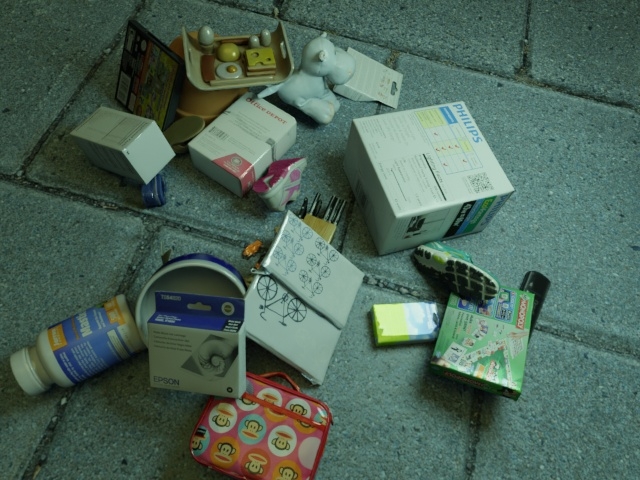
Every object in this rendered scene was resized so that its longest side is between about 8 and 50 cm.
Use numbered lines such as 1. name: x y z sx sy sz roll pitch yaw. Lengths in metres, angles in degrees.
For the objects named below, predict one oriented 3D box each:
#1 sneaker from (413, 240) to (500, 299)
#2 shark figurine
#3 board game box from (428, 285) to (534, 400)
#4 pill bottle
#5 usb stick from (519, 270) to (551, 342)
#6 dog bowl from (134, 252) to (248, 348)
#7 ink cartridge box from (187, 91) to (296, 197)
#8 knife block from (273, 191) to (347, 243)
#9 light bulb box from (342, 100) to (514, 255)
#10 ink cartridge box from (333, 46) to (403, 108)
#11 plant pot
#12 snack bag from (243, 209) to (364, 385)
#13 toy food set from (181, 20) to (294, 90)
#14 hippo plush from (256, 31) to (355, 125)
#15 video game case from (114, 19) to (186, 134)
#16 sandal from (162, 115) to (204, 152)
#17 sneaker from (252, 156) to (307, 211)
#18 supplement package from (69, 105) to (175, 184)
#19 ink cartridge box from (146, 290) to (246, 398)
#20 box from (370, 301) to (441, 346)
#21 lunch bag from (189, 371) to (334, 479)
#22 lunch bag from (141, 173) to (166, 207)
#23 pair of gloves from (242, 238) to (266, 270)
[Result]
1. sneaker: 0.384 0.066 1.314 0.110 0.106 0.275 -24 37 -27
2. shark figurine: -0.308 0.112 1.258 0.279 0.116 0.166 19 104 -10
3. board game box: 0.425 0.236 1.235 0.214 0.046 0.317 16 46 17
4. pill bottle: -0.571 0.253 1.135 0.272 0.152 0.152 -26 68 -19
5. usb stick: 0.576 0.204 1.336 0.077 0.045 0.278 32 63 4
6. dog bowl: -0.303 0.167 1.155 0.265 0.104 0.264 -2 102 -8
7. ink cartridge box: -0.236 -0.302 1.484 0.207 0.117 0.283 34 64 12
8. knife block: 0.000 0.000 1.362 0.242 0.088 0.275 -19 65 -14
9. light bulb box: 0.301 -0.190 1.417 0.362 0.225 0.357 -12 63 -13
10. ink cartridge box: 0.174 -0.574 1.721 0.233 0.066 0.188 24 60 -17
11. plant pot: -0.379 -0.531 1.545 0.291 0.203 0.290 2 63 -4
12. snack bag: -0.042 0.147 1.201 0.323 0.037 0.342 42 58 -29
13. toy food set: -0.245 -0.564 1.404 0.307 0.092 0.219 -9 62 -10
14. hippo plush: -0.022 -0.549 1.528 0.295 0.236 0.234 19 40 -24
15. video game case: -0.534 -0.492 1.480 0.248 0.274 0.035 42 37 16
16. sandal: -0.451 -0.309 1.493 0.240 0.079 0.088 -23 62 10
17. sneaker: -0.111 -0.171 1.444 0.103 0.111 0.252 1 36 31
18. supplement package: -0.576 -0.280 1.388 0.244 0.133 0.139 21 61 28
19. ink cartridge box: -0.277 0.232 1.061 0.224 0.045 0.223 3 102 11
20. box: 0.232 0.225 1.291 0.179 0.042 0.108 -2 63 -8
21. lunch bag: -0.127 0.434 1.107 0.294 0.120 0.258 19 57 7
22. lunch bag: -0.490 -0.151 1.407 0.065 0.067 0.098 -8 62 -10
23. pair of gloves: -0.178 0.041 1.367 0.083 0.010 0.074 39 65 14
